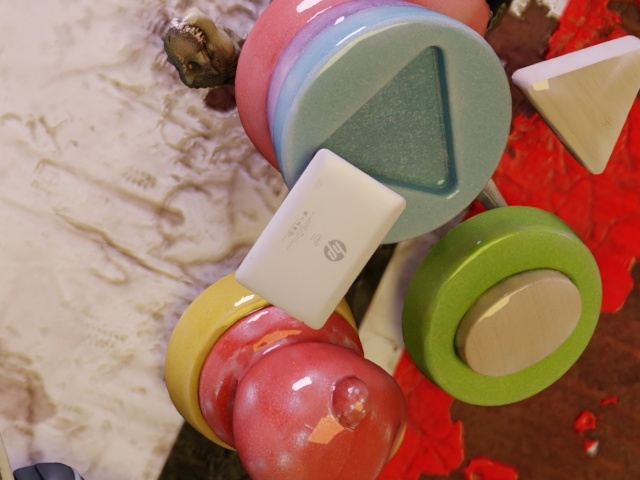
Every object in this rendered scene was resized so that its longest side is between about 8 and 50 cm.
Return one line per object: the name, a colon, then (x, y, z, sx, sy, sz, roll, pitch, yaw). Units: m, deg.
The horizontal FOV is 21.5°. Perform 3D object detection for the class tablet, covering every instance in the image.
tablet: (0.000, 0.000, 0.863, 0.054, 0.006, 0.083, 32, 102, -12)

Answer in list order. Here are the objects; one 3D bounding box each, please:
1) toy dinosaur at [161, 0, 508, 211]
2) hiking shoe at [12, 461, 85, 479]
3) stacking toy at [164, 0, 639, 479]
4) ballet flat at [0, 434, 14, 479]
toy dinosaur: (0.030, -0.104, 0.990, 0.268, 0.064, 0.118, 23, 97, -29)
hiking shoe: (-0.140, 0.280, 0.931, 0.132, 0.113, 0.304, 23, 71, -33)
stacking toy: (0.076, 0.009, 0.956, 0.280, 0.130, 0.308, 0, 115, -24)
ballet flat: (-0.258, 0.033, 0.850, 0.139, 0.139, 0.400, -31, 115, -15)
